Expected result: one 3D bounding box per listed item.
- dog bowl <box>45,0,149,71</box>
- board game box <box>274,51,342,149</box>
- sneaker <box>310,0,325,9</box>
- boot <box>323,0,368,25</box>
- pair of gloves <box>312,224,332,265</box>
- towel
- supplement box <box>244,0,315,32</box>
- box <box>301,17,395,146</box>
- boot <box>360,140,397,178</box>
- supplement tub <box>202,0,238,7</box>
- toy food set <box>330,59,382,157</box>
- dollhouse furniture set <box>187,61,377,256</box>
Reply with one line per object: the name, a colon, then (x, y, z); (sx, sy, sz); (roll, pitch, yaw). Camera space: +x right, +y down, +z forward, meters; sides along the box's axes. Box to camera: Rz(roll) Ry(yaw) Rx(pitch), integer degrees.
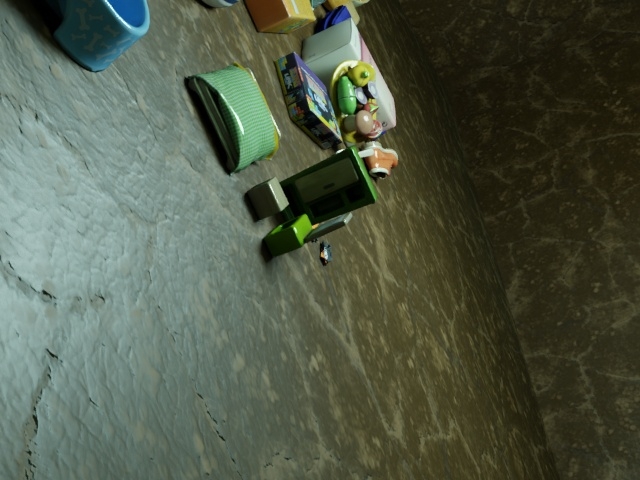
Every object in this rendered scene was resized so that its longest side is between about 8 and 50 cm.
dog bowl: (-0.296, -0.331, 1.093); (0.297, 0.074, 0.166); (55, 20, -39)
board game box: (-0.022, -0.278, 1.951); (0.170, 0.048, 0.141); (35, 37, -62)
sneaker: (-0.038, -0.621, 2.304); (0.166, 0.076, 0.065); (50, 23, -46)
boot: (0.047, -0.725, 2.666); (0.211, 0.104, 0.295); (59, 22, -29)
pair of gloves: (0.000, 0.000, 1.716); (0.083, 0.010, 0.074); (63, 16, -17)
towel: (0.082, -0.421, 2.448); (0.308, 0.076, 0.227); (61, 24, -22)
supplement box: (-0.078, -0.472, 1.976); (0.080, 0.078, 0.233); (66, 17, -7)
box: (0.066, -0.357, 2.193); (0.232, 0.127, 0.148); (58, 19, -30)
boot: (0.150, -0.184, 2.373); (0.158, 0.059, 0.084); (12, 60, -61)
supplement tub: (-0.088, -0.555, 1.606); (0.235, 0.325, 0.235); (57, 20, -33)
toy food set: (0.090, -0.277, 2.054); (0.128, 0.071, 0.218); (-5, 94, -40)
dollhouse furniture set: (-0.051, -0.154, 1.501); (0.301, 0.151, 0.197); (65, 16, -8)
